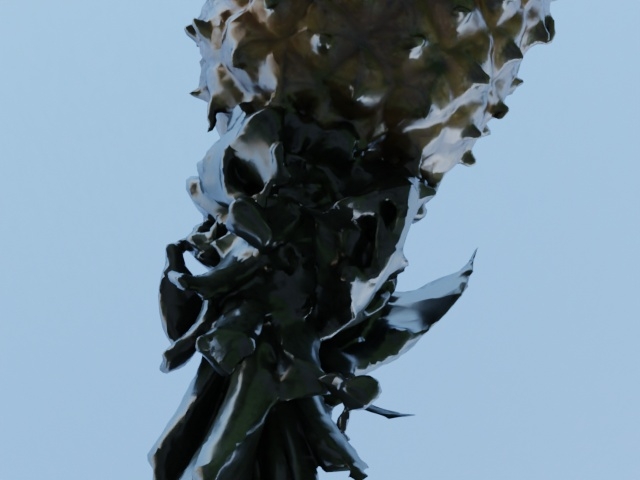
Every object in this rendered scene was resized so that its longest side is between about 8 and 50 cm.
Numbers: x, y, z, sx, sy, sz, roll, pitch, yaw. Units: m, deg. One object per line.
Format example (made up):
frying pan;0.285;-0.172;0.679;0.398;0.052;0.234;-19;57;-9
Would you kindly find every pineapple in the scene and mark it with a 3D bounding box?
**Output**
pineapple;-0.001;0.000;0.637;0.165;0.165;0.364;13;-110;3
